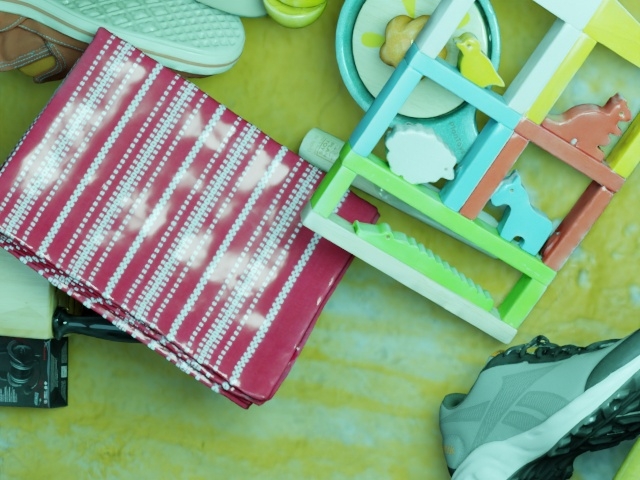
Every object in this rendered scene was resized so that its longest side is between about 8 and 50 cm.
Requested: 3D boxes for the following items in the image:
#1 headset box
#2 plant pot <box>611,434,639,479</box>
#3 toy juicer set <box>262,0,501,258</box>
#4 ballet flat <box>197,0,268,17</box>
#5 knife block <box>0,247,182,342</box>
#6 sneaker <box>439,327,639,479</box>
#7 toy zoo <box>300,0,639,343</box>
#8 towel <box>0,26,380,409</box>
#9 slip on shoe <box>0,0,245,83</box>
[{"bbox_3d":[-0.262,0.113,1.698,0.083,0.032,0.062,1,90,24],"label":"headset box"},{"bbox_3d":[0.329,0.165,1.332,0.212,0.212,0.187,20,84,24],"label":"plant pot"},{"bbox_3d":[0.043,-0.152,1.506,0.209,0.089,0.329,7,102,24],"label":"toy juicer set"},{"bbox_3d":[-0.126,-0.272,1.603,0.248,0.086,0.086,37,104,21],"label":"ballet flat"},{"bbox_3d":[-0.248,0.032,1.586,0.242,0.276,0.088,5,90,55],"label":"knife block"},{"bbox_3d":[0.173,0.110,1.422,0.271,0.100,0.108,-38,62,44],"label":"sneaker"},{"bbox_3d":[0.143,-0.087,1.451,0.192,0.030,0.293,31,105,-15],"label":"toy zoo"},{"bbox_3d":[-0.110,-0.018,1.526,0.275,0.031,0.199,34,73,-3],"label":"towel"},{"bbox_3d":[-0.214,-0.183,1.650,0.331,0.123,0.101,11,129,19],"label":"slip on shoe"}]
